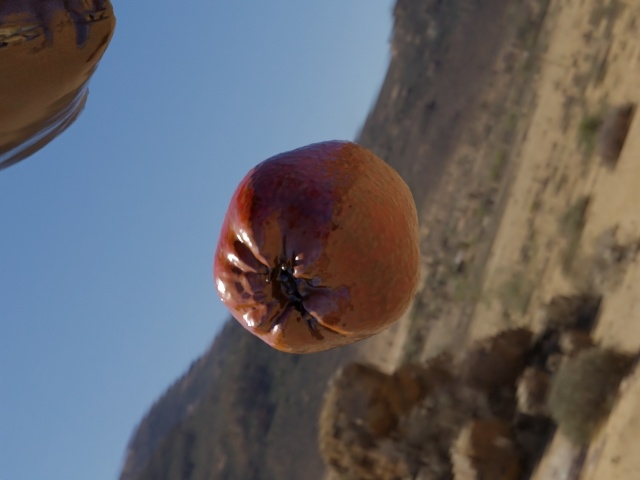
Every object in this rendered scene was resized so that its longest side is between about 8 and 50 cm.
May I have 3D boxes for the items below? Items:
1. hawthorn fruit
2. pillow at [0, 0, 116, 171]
[{"bbox_3d":[0.000,0.000,0.910,0.138,0.133,0.132,-50,-19,-53],"label":"hawthorn fruit"},{"bbox_3d":[-0.291,-0.078,0.920,0.305,0.308,0.108,161,93,-77],"label":"pillow"}]
